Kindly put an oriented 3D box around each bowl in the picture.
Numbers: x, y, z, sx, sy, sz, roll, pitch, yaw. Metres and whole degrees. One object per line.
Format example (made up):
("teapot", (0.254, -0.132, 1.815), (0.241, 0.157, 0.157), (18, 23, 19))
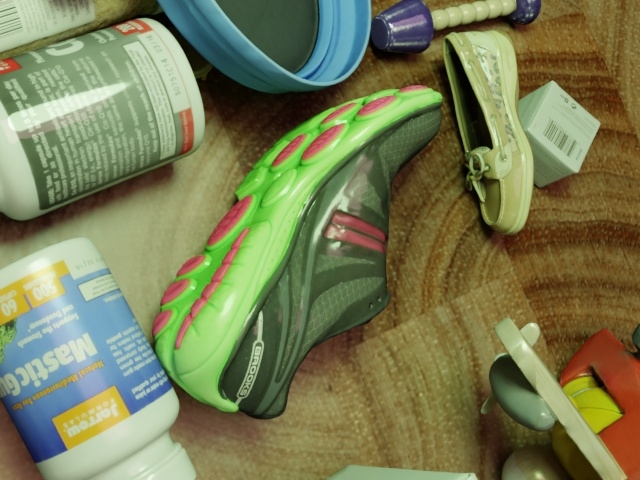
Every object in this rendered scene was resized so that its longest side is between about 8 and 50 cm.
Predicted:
("bowl", (-0.079, -0.357, 0.988), (0.391, 0.077, 0.391), (27, 56, -47))

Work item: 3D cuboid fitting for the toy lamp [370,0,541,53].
("toy lamp", (0.193, -0.321, 1.193), (0.274, 0.080, 0.080), (-21, 87, -27))

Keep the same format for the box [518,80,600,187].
("box", (0.326, -0.151, 1.208), (0.101, 0.087, 0.102), (38, 65, -13))

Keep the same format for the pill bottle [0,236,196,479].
("pill bottle", (-0.237, 0.147, 0.842), (0.152, 0.152, 0.272), (-29, 90, -27))

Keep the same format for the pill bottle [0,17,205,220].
("pill bottle", (-0.281, -0.119, 0.880), (0.283, 0.161, 0.161), (-26, 90, -28))

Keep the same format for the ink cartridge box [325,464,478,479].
("ink cartridge box", (0.117, 0.438, 0.864), (0.160, 0.279, 0.385), (-28, 91, -28))

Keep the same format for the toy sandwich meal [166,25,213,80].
("toy sandwich meal", (-0.169, -0.225, 1.032), (0.085, 0.029, 0.086), (7, 65, -16))

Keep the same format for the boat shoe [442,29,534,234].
("boat shoe", (0.223, -0.146, 1.151), (0.089, 0.104, 0.285), (-5, 82, -20))

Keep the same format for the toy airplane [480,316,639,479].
("toy airplane", (0.347, 0.286, 1.014), (0.384, 0.272, 0.386), (15, 53, -54))

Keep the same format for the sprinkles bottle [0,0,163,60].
("sprinkles bottle", (-0.317, -0.268, 0.920), (0.355, 0.121, 0.121), (-29, 91, -27))

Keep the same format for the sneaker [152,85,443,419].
("sneaker", (0.000, 0.000, 0.999), (0.202, 0.185, 0.483), (49, 65, -27))
